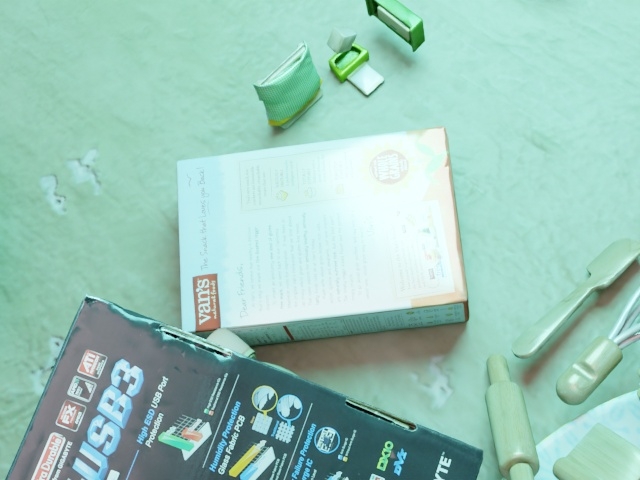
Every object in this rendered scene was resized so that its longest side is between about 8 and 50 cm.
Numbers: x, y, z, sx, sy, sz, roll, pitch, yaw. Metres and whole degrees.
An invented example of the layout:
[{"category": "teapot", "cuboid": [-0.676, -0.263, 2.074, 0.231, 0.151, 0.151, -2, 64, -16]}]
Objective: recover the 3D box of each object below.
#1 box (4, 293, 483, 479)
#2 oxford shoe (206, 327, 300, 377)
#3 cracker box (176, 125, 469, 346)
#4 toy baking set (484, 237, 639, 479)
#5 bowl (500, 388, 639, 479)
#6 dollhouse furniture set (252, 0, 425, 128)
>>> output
[{"category": "box", "cuboid": [-0.075, 0.224, 0.725, 0.293, 0.073, 0.296, 21, 76, -4]}, {"category": "oxford shoe", "cuboid": [-0.116, 0.266, 0.806, 0.146, 0.140, 0.397, 28, 81, 5]}, {"category": "cracker box", "cuboid": [0.000, 0.000, 0.919, 0.232, 0.067, 0.156, -6, 69, 6]}, {"category": "toy baking set", "cuboid": [0.213, 0.100, 0.821, 0.196, 0.030, 0.256, -26, 30, 11]}, {"category": "bowl", "cuboid": [0.244, 0.246, 0.726, 0.289, 0.289, 0.156, -39, 112, -6]}, {"category": "dollhouse furniture set", "cuboid": [0.018, -0.149, 0.966, 0.151, 0.076, 0.058, -43, 69, -9]}]
